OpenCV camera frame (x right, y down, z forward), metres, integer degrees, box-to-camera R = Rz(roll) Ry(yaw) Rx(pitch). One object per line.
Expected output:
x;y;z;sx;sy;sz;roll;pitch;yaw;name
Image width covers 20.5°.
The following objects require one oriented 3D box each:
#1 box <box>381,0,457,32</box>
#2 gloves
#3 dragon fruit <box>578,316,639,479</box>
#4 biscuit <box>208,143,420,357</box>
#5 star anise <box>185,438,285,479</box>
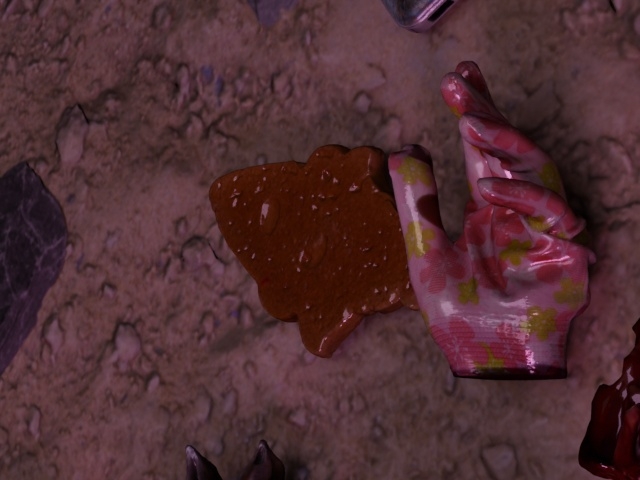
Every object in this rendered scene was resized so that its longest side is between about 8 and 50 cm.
0.063;-0.319;1.537;0.142;0.044;0.285;-43;56;20;box
0.135;-0.016;1.359;0.145;0.126;0.241;165;108;-63;gloves
0.362;0.109;1.161;0.329;0.228;0.286;-25;31;55;dragon fruit
0.000;0.000;1.520;0.280;0.043;0.183;22;92;46;biscuit
-0.082;0.271;1.498;0.231;0.089;0.209;31;89;34;star anise
